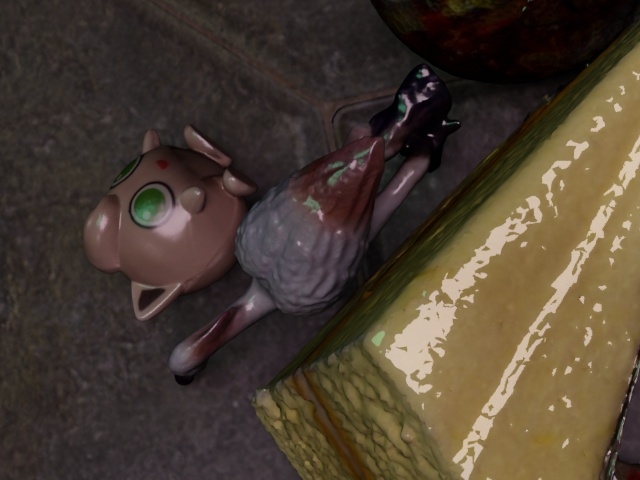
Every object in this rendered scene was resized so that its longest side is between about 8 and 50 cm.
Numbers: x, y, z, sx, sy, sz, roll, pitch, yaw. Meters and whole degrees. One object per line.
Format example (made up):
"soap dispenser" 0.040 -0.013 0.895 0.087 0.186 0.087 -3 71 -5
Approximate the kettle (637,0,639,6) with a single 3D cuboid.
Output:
"kettle" 0.368 -0.210 0.930 0.203 0.262 0.308 11 90 40

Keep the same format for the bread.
"bread" 0.147 0.057 0.915 0.405 0.346 0.242 -43 94 -8

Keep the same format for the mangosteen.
"mangosteen" 0.127 -0.252 1.009 0.231 0.231 0.289 -28 44 6

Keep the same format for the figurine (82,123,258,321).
"figurine" -0.117 -0.016 1.055 0.138 0.125 0.125 -45 81 5

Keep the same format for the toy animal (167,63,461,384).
"toy animal" -0.014 0.009 0.990 0.090 0.195 0.324 45 97 10

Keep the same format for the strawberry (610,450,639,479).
"strawberry" 0.196 0.251 1.008 0.167 0.087 0.208 21 91 8
